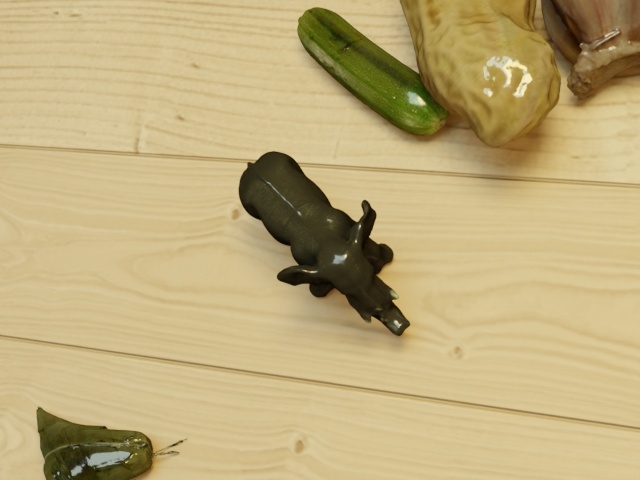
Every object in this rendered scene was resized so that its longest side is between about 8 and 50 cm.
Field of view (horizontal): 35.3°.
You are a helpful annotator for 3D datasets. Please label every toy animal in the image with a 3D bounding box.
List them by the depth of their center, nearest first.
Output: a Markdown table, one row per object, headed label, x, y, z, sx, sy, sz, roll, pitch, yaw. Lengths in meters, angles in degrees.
| label | x | y | z | sx | sy | sz | roll | pitch | yaw |
| --- | --- | --- | --- | --- | --- | --- | --- | --- | --- |
| toy animal | -0.003 | 0.005 | 1.035 | 0.245 | 0.146 | 0.114 | 35 | 81 | 27 |

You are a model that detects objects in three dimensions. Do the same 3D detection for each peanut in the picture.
| label | x | y | z | sx | sy | sz | roll | pitch | yaw |
| --- | --- | --- | --- | --- | --- | --- | --- | --- | --- |
| peanut | 0.168 | -0.225 | 1.061 | 0.153 | 0.140 | 0.325 | -41 | 43 | 28 |

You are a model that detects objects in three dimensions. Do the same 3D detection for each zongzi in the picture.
| label | x | y | z | sx | sy | sz | roll | pitch | yaw |
| --- | --- | --- | --- | --- | --- | --- | --- | --- | --- |
| zongzi | -0.231 | 0.203 | 1.087 | 0.154 | 0.062 | 0.130 | -26 | 50 | 0 |

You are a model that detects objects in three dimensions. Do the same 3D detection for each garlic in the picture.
| label | x | y | z | sx | sy | sz | roll | pitch | yaw |
| --- | --- | --- | --- | --- | --- | --- | --- | --- | --- |
| garlic | 0.331 | -0.266 | 1.028 | 0.214 | 0.160 | 0.191 | -11 | 70 | 18 |

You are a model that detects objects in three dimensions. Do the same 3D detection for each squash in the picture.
| label | x | y | z | sx | sy | sz | roll | pitch | yaw |
| --- | --- | --- | --- | --- | --- | --- | --- | --- | --- |
| squash | 0.057 | -0.193 | 1.146 | 0.066 | 0.066 | 0.229 | -45 | 61 | -3 |
